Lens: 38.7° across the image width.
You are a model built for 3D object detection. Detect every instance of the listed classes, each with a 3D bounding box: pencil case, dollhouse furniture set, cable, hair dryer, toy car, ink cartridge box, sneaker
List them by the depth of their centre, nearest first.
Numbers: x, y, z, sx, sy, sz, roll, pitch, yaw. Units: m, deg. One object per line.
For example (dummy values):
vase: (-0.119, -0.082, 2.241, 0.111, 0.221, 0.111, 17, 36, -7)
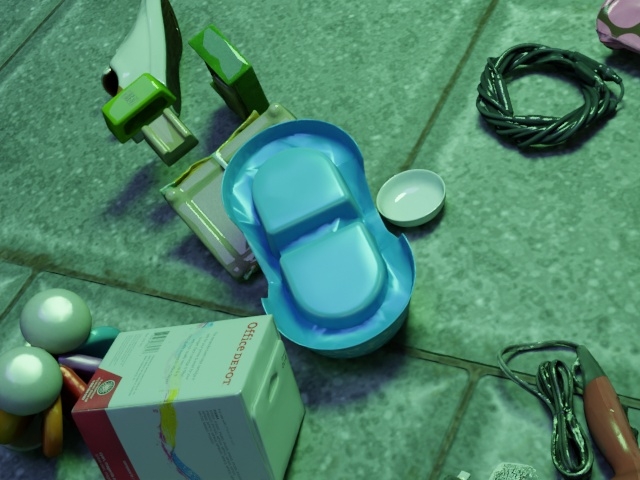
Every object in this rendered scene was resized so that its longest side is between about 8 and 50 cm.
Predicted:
hair dryer: (0.255, 0.179, 0.773, 0.294, 0.080, 0.223, 14, 56, 33)
ink cartridge box: (-0.122, 0.166, 0.899, 0.176, 0.127, 0.128, -9, 28, 18)
toy car: (-0.282, 0.154, 1.009, 0.136, 0.159, 0.182, 21, 54, -4)
pencil case: (0.420, -0.234, 1.072, 0.098, 0.095, 0.209, -48, 44, 1)
cable: (0.268, -0.181, 1.127, 0.150, 0.047, 0.184, -41, 49, -8)
dollhouse furniture set: (-0.112, -0.098, 1.200, 0.197, 0.151, 0.301, -41, 75, -6)
sneaker: (-0.287, -0.295, 1.427, 0.123, 0.106, 0.290, -14, 47, 9)

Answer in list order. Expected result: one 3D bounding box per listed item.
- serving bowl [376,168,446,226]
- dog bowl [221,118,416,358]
serving bowl: (0.110, -0.046, 1.079, 0.083, 0.027, 0.083, -12, 47, 13)
dog bowl: (0.000, 0.000, 1.011, 0.166, 0.074, 0.297, -25, 59, 0)
